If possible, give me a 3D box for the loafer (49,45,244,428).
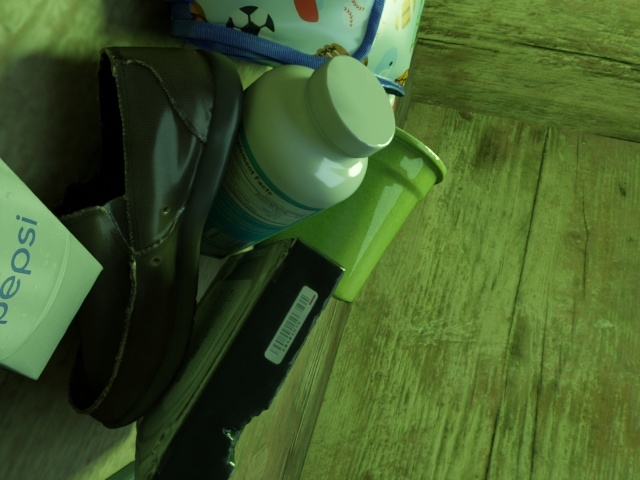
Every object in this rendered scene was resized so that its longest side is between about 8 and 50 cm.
[{"bbox_3d":[-0.186,-0.004,0.457,0.130,0.134,0.365,9,98,-41],"label":"loafer"}]

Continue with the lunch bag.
[{"bbox_3d":[-0.003,-0.357,0.584,0.385,0.239,0.327,-13,118,-59],"label":"lunch bag"}]

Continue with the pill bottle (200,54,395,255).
[{"bbox_3d":[-0.052,-0.085,0.533,0.146,0.264,0.146,21,58,-39],"label":"pill bottle"}]

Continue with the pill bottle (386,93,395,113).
[{"bbox_3d":[0.094,-0.280,1.233,0.318,0.176,0.176,67,39,-71],"label":"pill bottle"}]

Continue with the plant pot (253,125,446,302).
[{"bbox_3d":[0.024,-0.048,0.809,0.253,0.276,0.276,-65,168,-3],"label":"plant pot"}]

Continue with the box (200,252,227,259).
[{"bbox_3d":[-0.119,-0.100,0.755,0.175,0.051,0.220,-46,148,-69],"label":"box"}]

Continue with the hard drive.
[{"bbox_3d":[-0.113,0.119,0.548,0.237,0.064,0.339,-59,-166,-14],"label":"hard drive"}]

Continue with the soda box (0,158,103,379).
[{"bbox_3d":[-0.224,-0.025,0.238,0.286,0.098,0.091,85,22,-60],"label":"soda box"}]

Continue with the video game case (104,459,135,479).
[{"bbox_3d":[-0.300,0.434,0.600,0.196,0.026,0.274,14,89,-78],"label":"video game case"}]
